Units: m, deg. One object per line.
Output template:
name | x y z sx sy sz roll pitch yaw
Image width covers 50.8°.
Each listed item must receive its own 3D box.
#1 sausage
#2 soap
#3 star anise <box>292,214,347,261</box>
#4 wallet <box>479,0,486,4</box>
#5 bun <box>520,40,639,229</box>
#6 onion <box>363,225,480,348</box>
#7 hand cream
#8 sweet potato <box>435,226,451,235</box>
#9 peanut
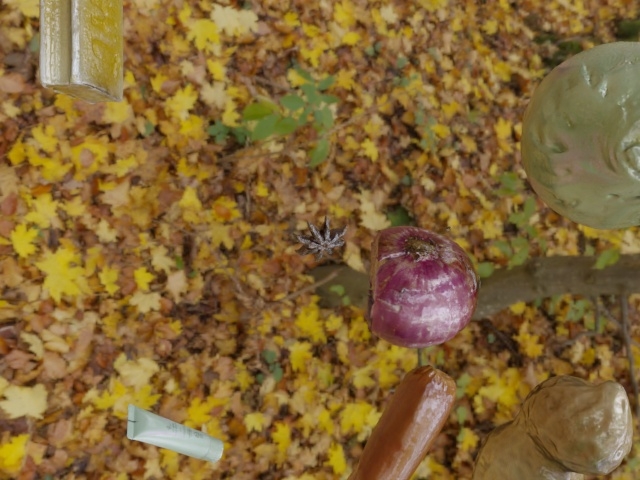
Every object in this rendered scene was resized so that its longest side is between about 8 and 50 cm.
sausage | 0.105 0.312 0.983 0.300 0.083 0.089 -63 -176 15
soap | -0.421 -0.394 1.199 0.173 0.089 0.274 -3 92 -79
star anise | -0.001 0.000 1.585 0.141 0.141 0.042 51 12 -43
wallet | 0.258 -0.514 1.172 0.244 0.025 0.124 17 62 -71
bun | 0.418 -0.142 0.952 0.179 0.283 0.283 -26 108 -63
onion | 0.162 0.074 1.069 0.207 0.201 0.200 -49 130 -81
hand cream | -0.280 0.375 1.291 0.205 0.050 0.078 32 27 -31
sweet potato | 0.248 0.004 1.492 0.026 0.115 0.026 25 31 -17
peanut | 0.206 0.191 0.608 0.104 0.086 0.228 -79 -174 -47
